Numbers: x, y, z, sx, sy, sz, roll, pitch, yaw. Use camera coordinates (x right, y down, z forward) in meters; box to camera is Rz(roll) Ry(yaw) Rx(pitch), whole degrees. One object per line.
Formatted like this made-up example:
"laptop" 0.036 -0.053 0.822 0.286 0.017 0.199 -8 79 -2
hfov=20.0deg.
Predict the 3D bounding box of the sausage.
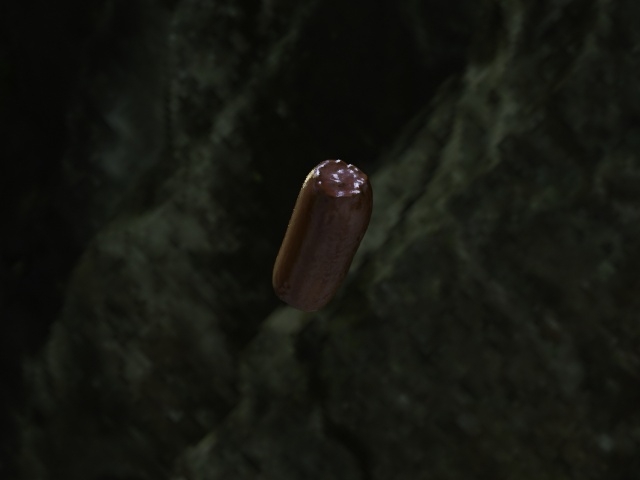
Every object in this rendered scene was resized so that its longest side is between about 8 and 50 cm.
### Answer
"sausage" 0.000 0.000 1.835 0.076 0.076 0.197 39 -42 15
